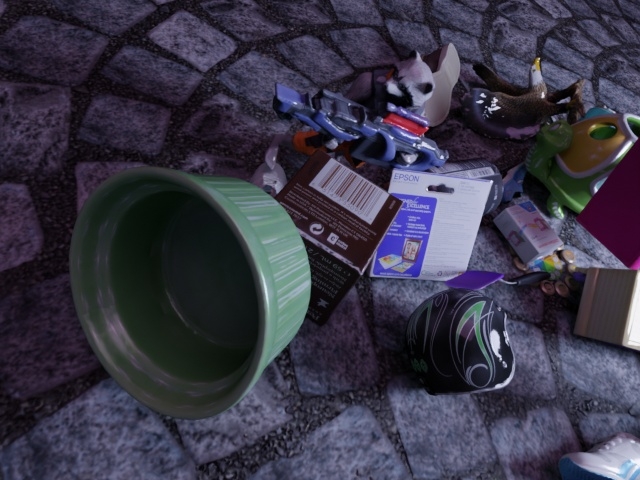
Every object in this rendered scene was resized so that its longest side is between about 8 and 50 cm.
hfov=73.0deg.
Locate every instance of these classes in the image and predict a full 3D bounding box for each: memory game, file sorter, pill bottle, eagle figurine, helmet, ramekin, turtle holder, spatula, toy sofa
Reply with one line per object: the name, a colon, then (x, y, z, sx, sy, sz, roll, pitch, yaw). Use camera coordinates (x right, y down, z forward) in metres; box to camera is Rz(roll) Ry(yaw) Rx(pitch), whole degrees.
memory game: (0.508, 0.044, 0.977, 0.186, 0.012, 0.186, 9, 56, -13)
file sorter: (0.717, -0.085, 0.849, 0.182, 0.291, 0.202, 19, 29, -10)
pill bottle: (0.249, -0.096, 0.906, 0.245, 0.130, 0.130, -12, 63, -25)
eagle figurine: (0.553, -0.386, 1.188, 0.298, 0.225, 0.226, 5, 5, 26)
helmet: (0.224, 0.161, 0.712, 0.169, 0.169, 0.162, -3, 76, -21)
ramekin: (-0.160, 0.055, 0.564, 0.303, 0.303, 0.148, 44, 25, 12)
turtle holder: (0.652, -0.199, 1.039, 0.320, 0.227, 0.243, 36, 53, -1)
spatula: (0.364, 0.075, 0.849, 0.296, 0.084, 0.030, 2, 91, -34)
toy sofa: (0.710, 0.169, 0.895, 0.362, 0.177, 0.150, 16, 86, -9)

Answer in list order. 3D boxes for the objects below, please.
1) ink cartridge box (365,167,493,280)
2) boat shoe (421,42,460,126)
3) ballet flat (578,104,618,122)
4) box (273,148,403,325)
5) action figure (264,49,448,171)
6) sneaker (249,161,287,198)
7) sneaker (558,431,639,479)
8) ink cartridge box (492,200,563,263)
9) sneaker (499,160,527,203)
ink cartridge box: (0.199, -0.026, 0.811, 0.206, 0.208, 0.045, 5, 20, -16)
boat shoe: (0.283, -0.400, 1.136, 0.116, 0.096, 0.324, 51, 49, -34)
ballet flat: (0.830, -0.177, 1.180, 0.147, 0.147, 0.409, -5, 63, -22)
box: (0.000, 0.000, 0.712, 0.168, 0.203, 0.167, 32, 54, 4)
action figure: (0.040, -0.216, 0.738, 0.341, 0.330, 0.179, 16, 67, -39)
sneaker: (-0.100, -0.080, 0.797, 0.080, 0.094, 0.212, 15, 55, -7)
sneaker: (0.485, 0.372, 0.720, 0.228, 0.087, 0.092, 16, 48, -18)
ink cartridge box: (0.460, -0.019, 0.960, 0.088, 0.052, 0.122, -16, 66, -28)
sneaker: (0.468, -0.139, 1.064, 0.162, 0.063, 0.073, -36, 97, -35)
